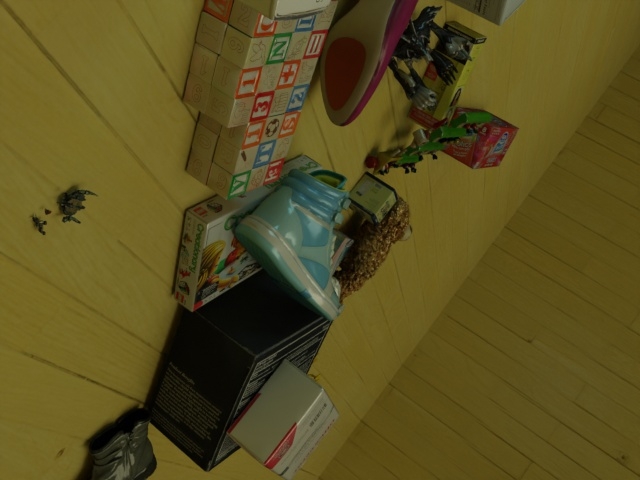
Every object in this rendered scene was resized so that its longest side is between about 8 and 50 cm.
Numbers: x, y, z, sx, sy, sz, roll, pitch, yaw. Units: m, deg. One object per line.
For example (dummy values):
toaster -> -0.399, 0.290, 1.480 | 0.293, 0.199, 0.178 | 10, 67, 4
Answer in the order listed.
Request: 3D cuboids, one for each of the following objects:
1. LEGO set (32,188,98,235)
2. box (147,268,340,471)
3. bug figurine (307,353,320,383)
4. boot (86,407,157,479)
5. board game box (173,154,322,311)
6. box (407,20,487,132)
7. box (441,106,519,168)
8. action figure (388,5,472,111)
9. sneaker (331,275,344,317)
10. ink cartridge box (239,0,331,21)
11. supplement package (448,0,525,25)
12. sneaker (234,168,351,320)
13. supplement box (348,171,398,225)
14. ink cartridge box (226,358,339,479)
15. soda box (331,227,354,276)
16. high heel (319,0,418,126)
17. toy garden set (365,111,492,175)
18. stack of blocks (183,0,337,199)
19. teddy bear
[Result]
LEGO set -> -0.319, -0.041, 0.907 | 0.083, 0.023, 0.054 | -21, 139, -35
box -> -0.149, 0.233, 1.433 | 0.296, 0.183, 0.294 | -23, 143, -56
bug figurine -> -0.106, 0.368, 1.873 | 0.279, 0.072, 0.216 | -23, 135, -47
boot -> -0.406, 0.421, 1.336 | 0.246, 0.083, 0.161 | -40, 144, -39
board game box -> -0.125, -0.020, 1.297 | 0.305, 0.053, 0.193 | -33, 148, -45
box -> 0.277, -0.359, 1.619 | 0.058, 0.087, 0.232 | -26, 145, -48
box -> 0.438, -0.282, 2.014 | 0.257, 0.123, 0.128 | -13, 132, -60
action figure -> 0.209, -0.348, 1.419 | 0.164, 0.141, 0.276 | -47, 161, 9
sneaker -> -0.016, 0.091, 1.580 | 0.092, 0.087, 0.228 | -36, 133, -18
ink cartridge box -> -0.079, -0.334, 0.713 | 0.092, 0.218, 0.158 | -31, 148, -46
supplement package -> 0.376, -0.588, 1.411 | 0.262, 0.145, 0.204 | -46, 157, -25
sneaker -> 0.000, 0.000, 1.288 | 0.208, 0.127, 0.319 | -53, 145, -14
supplement box -> 0.116, -0.094, 1.658 | 0.083, 0.083, 0.056 | -51, 157, -8
ink cartridge box -> -0.063, 0.349, 1.399 | 0.172, 0.100, 0.237 | -50, 158, -14
soda box -> -0.001, 0.059, 1.667 | 0.183, 0.058, 0.063 | -57, 159, 6
high heel -> 0.122, -0.365, 1.204 | 0.181, 0.127, 0.377 | -9, 127, -48
toy garden set -> 0.237, -0.206, 1.625 | 0.204, 0.049, 0.244 | -11, 167, -47
stack of blocks -> -0.100, -0.210, 1.027 | 0.171, 0.087, 0.297 | -27, 145, -51
teddy bear -> 0.111, 0.043, 1.761 | 0.338, 0.113, 0.245 | -53, 173, -13
